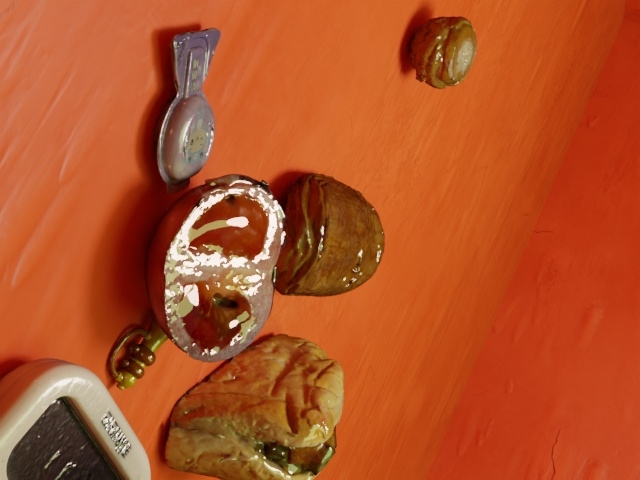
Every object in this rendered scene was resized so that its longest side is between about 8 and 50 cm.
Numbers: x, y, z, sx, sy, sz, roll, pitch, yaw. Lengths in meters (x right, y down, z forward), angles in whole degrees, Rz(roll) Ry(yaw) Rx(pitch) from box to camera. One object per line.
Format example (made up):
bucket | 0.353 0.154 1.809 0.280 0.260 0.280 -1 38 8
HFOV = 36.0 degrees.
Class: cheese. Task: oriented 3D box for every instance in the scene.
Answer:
cheese | -0.152 -0.144 1.120 0.105 0.042 0.190 -34 137 -58

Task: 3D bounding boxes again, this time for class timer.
timer | -0.295 0.266 1.028 0.237 0.087 0.262 -55 139 -36

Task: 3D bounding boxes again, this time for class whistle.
whistle | -0.217 0.133 1.209 0.109 0.046 0.057 -54 169 -22

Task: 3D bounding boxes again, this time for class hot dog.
hot dog | 0.000 0.000 1.507 0.272 0.122 0.196 4 103 -63

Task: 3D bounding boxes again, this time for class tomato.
tomato | -0.146 0.025 1.188 0.199 0.112 0.227 9 95 -53

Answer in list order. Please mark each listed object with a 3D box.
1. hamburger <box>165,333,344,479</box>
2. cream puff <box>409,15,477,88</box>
hamburger | -0.065 0.275 1.474 0.330 0.209 0.162 -25 131 -58
cream puff | 0.211 -0.335 1.737 0.144 0.103 0.126 -38 137 -53
